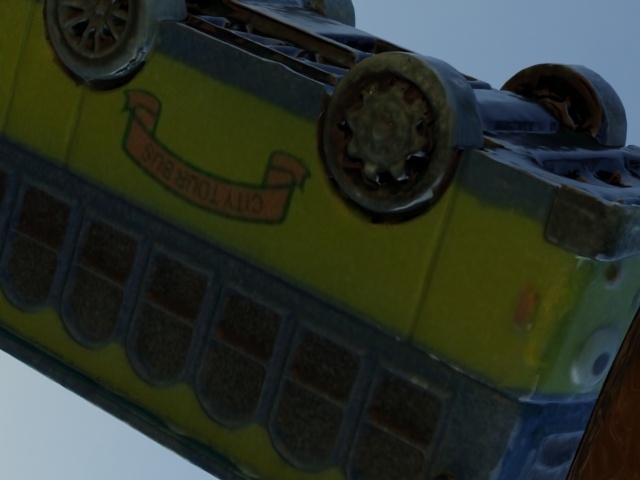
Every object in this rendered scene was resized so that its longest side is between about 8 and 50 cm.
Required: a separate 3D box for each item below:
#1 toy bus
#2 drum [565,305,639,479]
[{"bbox_3d":[0.000,0.000,0.738,0.312,0.152,0.190,26,-74,32],"label":"toy bus"},{"bbox_3d":[0.268,0.096,0.345,0.431,0.431,0.214,-65,-148,21],"label":"drum"}]
